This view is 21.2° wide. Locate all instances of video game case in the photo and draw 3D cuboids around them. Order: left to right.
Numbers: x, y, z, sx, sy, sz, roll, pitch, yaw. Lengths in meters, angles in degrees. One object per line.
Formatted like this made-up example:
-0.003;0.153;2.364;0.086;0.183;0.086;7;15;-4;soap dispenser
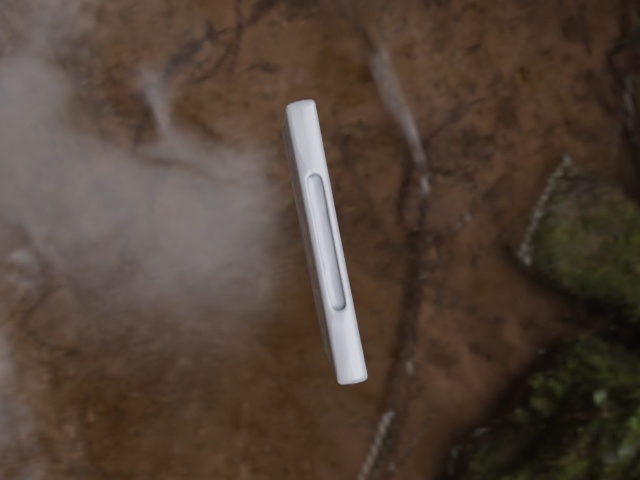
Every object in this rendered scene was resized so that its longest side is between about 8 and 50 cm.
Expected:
0.000;0.000;1.176;0.023;0.201;0.183;-11;91;-1;video game case
